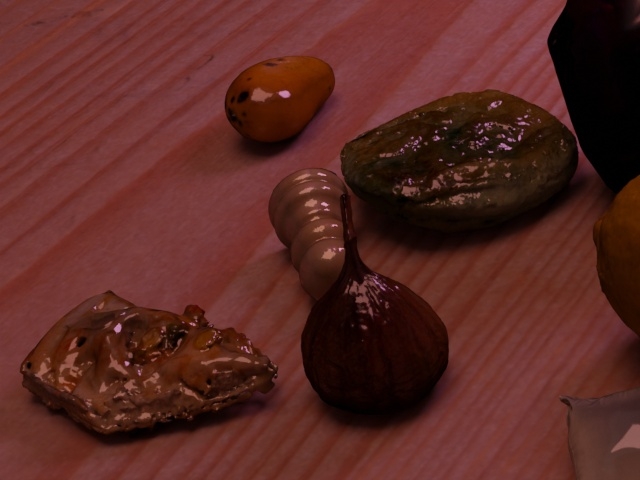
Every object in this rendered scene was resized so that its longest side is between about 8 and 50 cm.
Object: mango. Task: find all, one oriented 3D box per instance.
[{"bbox_3d":[-0.055,-0.184,2.341,0.115,0.090,0.178,9,33,19],"label":"mango"}]

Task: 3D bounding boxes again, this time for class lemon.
[{"bbox_3d":[0.367,0.019,1.697,0.260,0.204,0.204,19,44,41],"label":"lemon"}]

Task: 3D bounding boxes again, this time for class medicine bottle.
[{"bbox_3d":[0.345,-0.266,1.948,0.243,0.395,0.242,-18,18,6],"label":"medicine bottle"}]

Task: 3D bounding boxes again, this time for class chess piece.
[{"bbox_3d":[0.000,0.000,2.005,0.094,0.094,0.170,-15,33,-2],"label":"chess piece"}]

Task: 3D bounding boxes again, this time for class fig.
[{"bbox_3d":[0.047,0.062,1.773,0.146,0.201,0.134,3,24,16],"label":"fig"}]

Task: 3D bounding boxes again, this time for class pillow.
[{"bbox_3d":[0.338,0.168,1.584,0.254,0.078,0.144,-12,40,5],"label":"pillow"}]

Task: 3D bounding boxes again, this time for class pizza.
[{"bbox_3d":[-0.177,0.124,1.887,0.297,0.071,0.189,16,41,41],"label":"pizza"}]

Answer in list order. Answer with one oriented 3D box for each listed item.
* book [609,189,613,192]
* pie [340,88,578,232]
[{"bbox_3d":[0.413,-0.093,2.057,0.172,0.012,0.118,-4,30,18],"label":"book"},{"bbox_3d":[0.154,-0.099,2.095,0.277,0.078,0.277,-3,31,2],"label":"pie"}]
